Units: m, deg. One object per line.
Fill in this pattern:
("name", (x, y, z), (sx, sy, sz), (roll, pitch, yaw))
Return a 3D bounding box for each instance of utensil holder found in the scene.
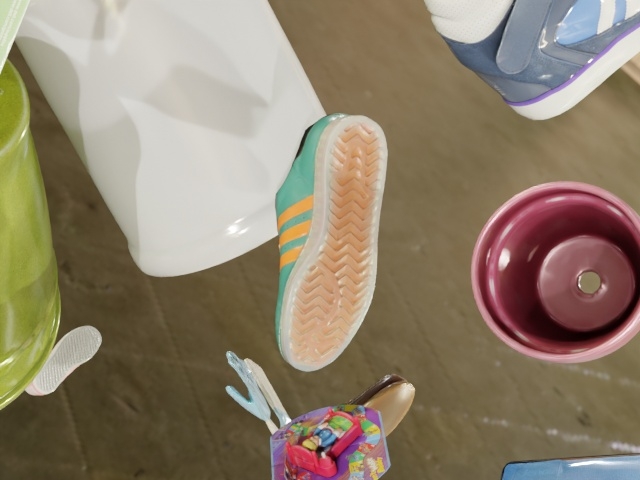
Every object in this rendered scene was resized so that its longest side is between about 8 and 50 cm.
("utensil holder", (-0.188, -0.201, 1.550), (0.385, 0.327, 0.327), (62, 17, -21))

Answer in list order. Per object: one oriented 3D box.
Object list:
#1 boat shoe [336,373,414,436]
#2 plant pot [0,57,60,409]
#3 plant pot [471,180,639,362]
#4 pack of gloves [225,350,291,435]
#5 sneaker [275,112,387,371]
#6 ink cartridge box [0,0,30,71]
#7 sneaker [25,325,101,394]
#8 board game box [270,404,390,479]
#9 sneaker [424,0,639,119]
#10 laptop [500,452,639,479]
("boat shoe", (0.034, 0.251, 1.581), (0.073, 0.207, 0.073), (46, -2, -41))
("plant pot", (-0.441, -0.036, 1.261), (0.366, 0.353, 0.366), (11, 49, -12))
("plant pot", (0.291, 0.043, 1.368), (0.201, 0.201, 0.180), (50, 11, 20))
("pack of gloves", (-0.080, 0.280, 1.820), (0.232, 0.046, 0.195), (58, 1, 22))
("sneaker", (0.000, 0.000, 1.411), (0.108, 0.302, 0.121), (13, 0, -26))
("ink cartridge box", (-0.279, -0.192, 0.916), (0.056, 0.171, 0.235), (21, 5, -30))
("sneaker", (-0.385, 0.178, 1.756), (0.051, 0.070, 0.134), (50, 53, -12))
("board game box", (0.005, 0.225, 1.330), (0.168, 0.133, 0.033), (-98, 172, -62))
("sneaker", (0.242, -0.290, 1.125), (0.236, 0.323, 0.130), (42, 7, -34))
("laptop", (0.220, 0.295, 0.945), (0.408, 0.382, 0.236), (7, 74, -51))
